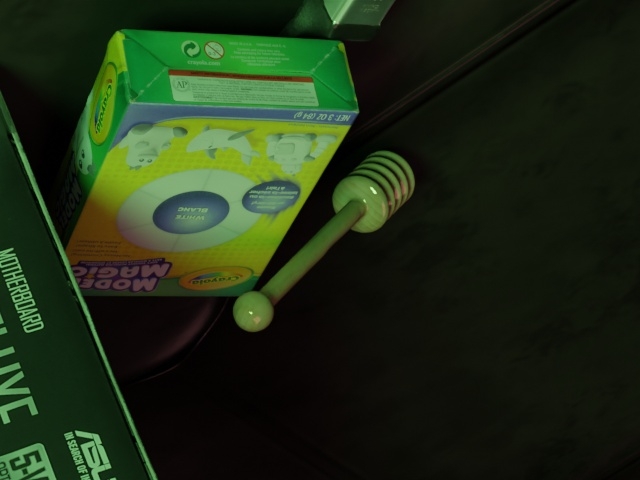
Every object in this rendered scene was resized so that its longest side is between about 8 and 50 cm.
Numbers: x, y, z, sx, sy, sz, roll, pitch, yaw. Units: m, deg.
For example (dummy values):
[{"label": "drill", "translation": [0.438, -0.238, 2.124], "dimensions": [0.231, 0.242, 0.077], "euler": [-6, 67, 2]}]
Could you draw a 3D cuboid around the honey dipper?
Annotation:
[{"label": "honey dipper", "translation": [0.000, 0.000, 0.918], "dimensions": [0.030, 0.030, 0.160], "euler": [-54, 174, 35]}]

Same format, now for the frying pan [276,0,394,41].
[{"label": "frying pan", "translation": [0.009, -0.135, 0.809], "dimensions": [0.326, 0.053, 0.197], "euler": [-45, 141, 21]}]

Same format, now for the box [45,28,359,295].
[{"label": "box", "translation": [-0.063, -0.024, 0.883], "dimensions": [0.105, 0.043, 0.179], "euler": [0, 150, -22]}]

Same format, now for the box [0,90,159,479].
[{"label": "box", "translation": [-0.131, 0.112, 0.869], "dimensions": [0.076, 0.242, 0.307], "euler": [-17, 145, -14]}]
